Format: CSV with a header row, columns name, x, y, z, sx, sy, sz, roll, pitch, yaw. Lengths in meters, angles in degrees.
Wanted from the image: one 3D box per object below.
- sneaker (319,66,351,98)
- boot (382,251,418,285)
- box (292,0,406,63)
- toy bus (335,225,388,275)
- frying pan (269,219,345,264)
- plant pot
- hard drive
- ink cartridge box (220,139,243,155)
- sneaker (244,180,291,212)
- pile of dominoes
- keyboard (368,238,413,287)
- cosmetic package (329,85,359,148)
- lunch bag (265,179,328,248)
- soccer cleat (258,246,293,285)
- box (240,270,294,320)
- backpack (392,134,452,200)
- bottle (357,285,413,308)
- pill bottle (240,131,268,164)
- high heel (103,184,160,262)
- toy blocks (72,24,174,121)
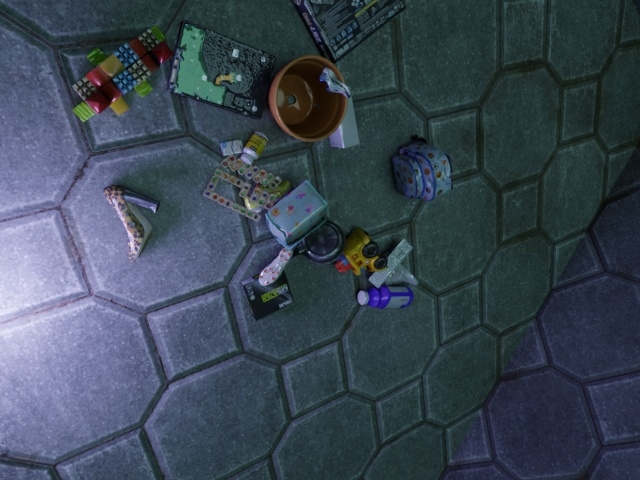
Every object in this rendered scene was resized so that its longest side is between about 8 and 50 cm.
name,x,y,z,sx,sy,sz,roll,pitch,yaw
sneaker,0.049,-0.543,1.553,0.135,0.052,0.058,37,96,-25
boot,0.365,0.174,2.166,0.258,0.095,0.123,41,90,-23
box,0.108,-0.921,1.673,0.395,0.097,0.318,-42,122,-11
toy bus,0.174,0.083,2.004,0.211,0.149,0.220,-38,123,2
frying pan,-0.057,0.003,1.865,0.325,0.053,0.198,-1,73,2
plant pot,-0.071,-0.525,1.635,0.290,0.203,0.291,-9,110,-26
hard drive,-0.344,-0.588,1.550,0.338,0.064,0.237,9,101,-31
ink cartridge box,-0.327,-0.347,1.649,0.083,0.028,0.048,-16,100,-24
sneaker,-0.210,-0.189,1.739,0.208,0.081,0.094,-35,112,-17
pile of dominoes,-0.287,-0.203,1.664,0.251,0.040,0.196,26,83,-14
keyboard,0.333,0.110,2.083,0.072,0.014,0.256,40,91,-17
cosmetic package,0.078,-0.495,1.777,0.085,0.117,0.231,-21,113,-21
lunch bag,-0.094,-0.088,1.746,0.223,0.262,0.160,-40,82,-11
soccer cleat,-0.177,0.108,1.812,0.068,0.076,0.196,41,98,5
box,-0.223,0.222,1.879,0.190,0.045,0.184,-24,112,-19
backpack,0.457,-0.301,1.956,0.213,0.263,0.277,-29,118,-18
bottle,0.315,0.278,2.151,0.282,0.092,0.118,3,135,-28
pill bottle,-0.251,-0.347,1.663,0.065,0.065,0.116,37,75,-32
high heel,-0.687,-0.060,1.539,0.186,0.093,0.261,22,108,-10
toy blocks,-0.592,-0.509,1.324,0.381,0.261,0.191,-43,120,-10
